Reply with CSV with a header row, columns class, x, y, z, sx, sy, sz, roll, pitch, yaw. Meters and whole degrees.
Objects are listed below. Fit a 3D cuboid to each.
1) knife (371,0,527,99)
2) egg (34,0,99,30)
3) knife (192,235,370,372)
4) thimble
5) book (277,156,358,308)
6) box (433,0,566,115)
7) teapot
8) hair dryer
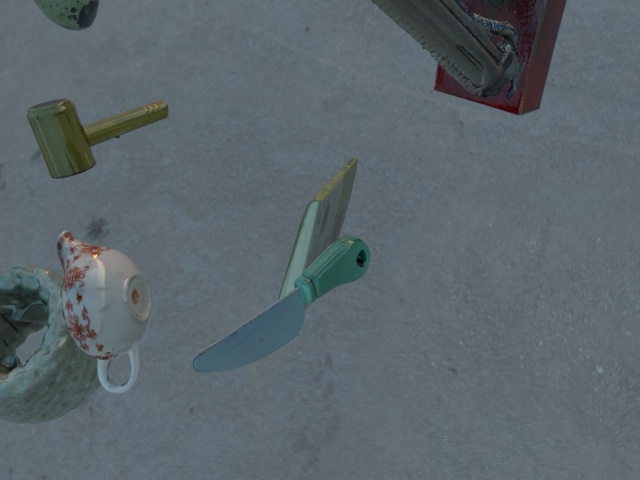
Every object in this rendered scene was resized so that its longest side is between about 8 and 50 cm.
class,x,y,z,sx,sy,sz,roll,pitch,yaw
knife,0.109,-0.219,0.555,0.043,0.365,0.089,12,91,39
egg,-0.351,-0.339,0.806,0.085,0.110,0.085,-3,58,5
knife,-0.034,0.077,0.653,0.034,0.063,0.260,15,41,44
thimble,-0.568,0.207,1.125,0.291,0.195,0.292,-5,56,8
book,0.000,0.000,0.972,0.035,0.352,0.239,19,111,7
box,0.332,-0.411,1.067,0.197,0.089,0.313,30,131,37
teapot,-0.307,0.103,0.847,0.116,0.159,0.246,-6,89,-2
hair dryer,-0.433,-0.238,1.174,0.090,0.135,0.278,13,35,43
